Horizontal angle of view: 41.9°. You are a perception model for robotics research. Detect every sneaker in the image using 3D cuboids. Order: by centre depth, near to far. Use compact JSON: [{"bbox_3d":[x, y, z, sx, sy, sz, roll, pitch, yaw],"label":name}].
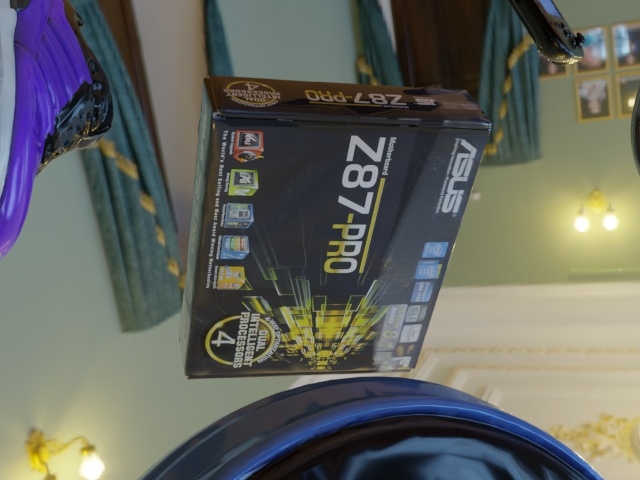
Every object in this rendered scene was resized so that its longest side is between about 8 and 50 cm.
[{"bbox_3d":[-0.219,-0.098,0.641,0.102,0.293,0.146,-25,146,25],"label":"sneaker"}]

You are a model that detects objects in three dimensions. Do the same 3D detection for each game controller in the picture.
[{"bbox_3d":[0.293,-0.401,1.251,0.067,0.319,0.166,-33,173,20],"label":"game controller"}]

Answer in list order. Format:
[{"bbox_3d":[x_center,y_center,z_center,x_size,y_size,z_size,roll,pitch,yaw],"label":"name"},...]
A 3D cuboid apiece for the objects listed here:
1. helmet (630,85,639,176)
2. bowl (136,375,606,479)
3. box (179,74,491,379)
[{"bbox_3d":[0.329,-0.092,0.665,0.170,0.161,0.169,-18,-135,19],"label":"helmet"},{"bbox_3d":[0.043,0.267,0.437,0.391,0.390,0.077,-15,176,-26],"label":"bowl"},{"bbox_3d":[0.000,0.000,1.024,0.319,0.394,0.097,0,-144,-17],"label":"box"}]
